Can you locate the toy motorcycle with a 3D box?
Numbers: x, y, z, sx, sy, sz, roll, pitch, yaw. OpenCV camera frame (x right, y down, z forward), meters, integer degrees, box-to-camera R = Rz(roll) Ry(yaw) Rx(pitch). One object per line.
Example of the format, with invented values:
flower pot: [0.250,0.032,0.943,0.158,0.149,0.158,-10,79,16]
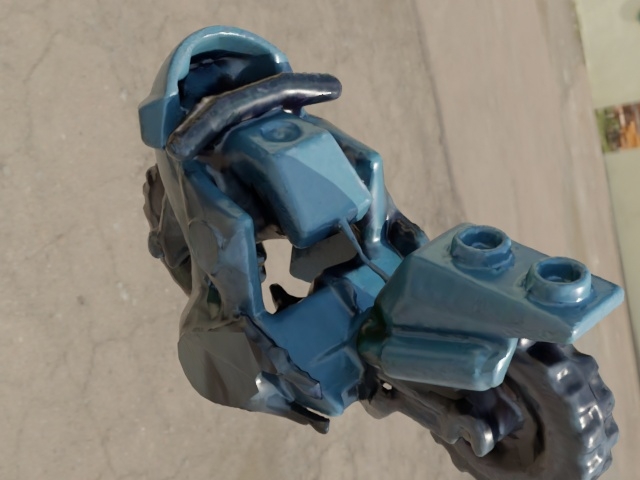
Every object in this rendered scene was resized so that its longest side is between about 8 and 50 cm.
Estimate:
toy motorcycle: [0.000,0.000,0.564,0.172,0.416,0.232,-27,129,-33]
